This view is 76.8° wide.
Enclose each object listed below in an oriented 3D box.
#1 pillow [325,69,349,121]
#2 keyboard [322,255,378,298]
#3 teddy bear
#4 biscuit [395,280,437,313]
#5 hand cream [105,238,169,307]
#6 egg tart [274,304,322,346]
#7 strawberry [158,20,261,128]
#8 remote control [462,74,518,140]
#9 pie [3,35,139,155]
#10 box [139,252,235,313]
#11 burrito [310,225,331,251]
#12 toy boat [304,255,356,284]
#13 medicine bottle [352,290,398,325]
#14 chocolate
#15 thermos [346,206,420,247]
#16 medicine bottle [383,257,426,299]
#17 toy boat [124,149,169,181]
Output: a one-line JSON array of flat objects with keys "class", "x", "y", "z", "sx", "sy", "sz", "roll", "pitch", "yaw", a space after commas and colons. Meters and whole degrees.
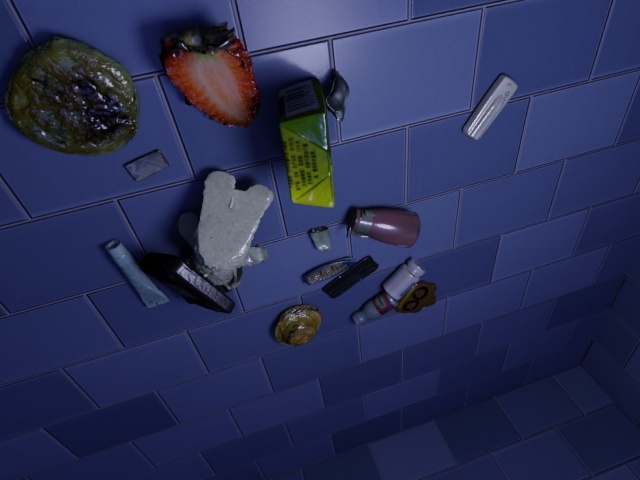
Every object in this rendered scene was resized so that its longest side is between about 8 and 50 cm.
[{"class": "pillow", "x": 0.055, "y": -0.436, "z": 1.220, "sx": 0.091, "sy": 0.135, "sz": 0.055, "roll": 28, "pitch": 157, "yaw": -24}, {"class": "keyboard", "x": 0.134, "y": 0.165, "z": 1.783, "sx": 0.262, "sy": 0.016, "sz": 0.106, "roll": -36, "pitch": 130, "yaw": 10}, {"class": "teddy bear", "x": -0.333, "y": -0.006, "z": 1.409, "sx": 0.328, "sy": 0.362, "sz": 0.375, "roll": 19, "pitch": 80, "yaw": -7}, {"class": "biscuit", "x": 0.464, "y": 0.287, "z": 1.989, "sx": 0.291, "sy": 0.041, "sz": 0.208, "roll": 13, "pitch": 121, "yaw": -28}, {"class": "hand cream", "x": -0.650, "y": 0.133, "z": 1.433, "sx": 0.085, "sy": 0.058, "sz": 0.331, "roll": -21, "pitch": 131, "yaw": -6}, {"class": "egg tart", "x": -0.094, "y": 0.396, "z": 1.824, "sx": 0.241, "sy": 0.106, "sz": 0.241, "roll": -13, "pitch": 129, "yaw": -17}, {"class": "strawberry", "x": -0.284, "y": -0.447, "z": 1.098, "sx": 0.234, "sy": 0.137, "sz": 0.306, "roll": -4, "pitch": 156, "yaw": 5}, {"class": "remote control", "x": 0.608, "y": -0.470, "z": 1.446, "sx": 0.090, "sy": 0.049, "sz": 0.230, "roll": 15, "pitch": 118, "yaw": -33}, {"class": "pie", "x": -0.632, "y": -0.355, "z": 1.055, "sx": 0.323, "sy": 0.070, "sz": 0.323, "roll": -11, "pitch": 131, "yaw": -14}, {"class": "box", "x": -0.458, "y": 0.149, "z": 1.383, "sx": 0.289, "sy": 0.290, "sz": 0.073, "roll": 48, "pitch": 60, "yaw": -34}, {"class": "burrito", "x": 0.003, "y": -0.001, "z": 1.586, "sx": 0.074, "sy": 0.044, "sz": 0.118, "roll": -17, "pitch": 128, "yaw": -5}, {"class": "toy boat", "x": 0.040, "y": 0.120, "z": 1.693, "sx": 0.229, "sy": 0.046, "sz": 0.080, "roll": -24, "pitch": 130, "yaw": -2}, {"class": "medicine bottle", "x": 0.256, "y": 0.321, "z": 1.902, "sx": 0.217, "sy": 0.090, "sz": 0.090, "roll": -36, "pitch": 130, "yaw": 17}, {"class": "chocolate", "x": -0.042, "y": -0.286, "z": 1.189, "sx": 0.137, "sy": 0.300, "sz": 0.288, "roll": -7, "pitch": 129, "yaw": 0}, {"class": "thermos", "x": 0.232, "y": -0.055, "z": 1.581, "sx": 0.265, "sy": 0.145, "sz": 0.176, "roll": 8, "pitch": 148, "yaw": -17}, {"class": "medicine bottle", "x": 0.380, "y": 0.172, "z": 1.825, "sx": 0.103, "sy": 0.102, "sz": 0.186, "roll": 29, "pitch": 112, "yaw": -35}, {"class": "toy boat", "x": -0.527, "y": -0.228, "z": 1.227, "sx": 0.115, "sy": 0.016, "sz": 0.063, "roll": -25, "pitch": 131, "yaw": -1}]
